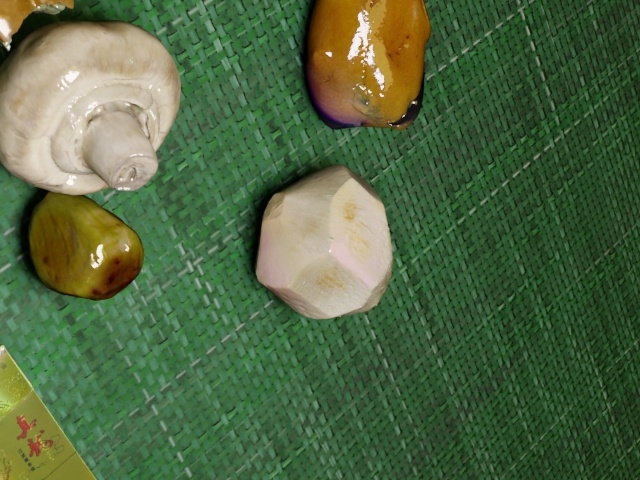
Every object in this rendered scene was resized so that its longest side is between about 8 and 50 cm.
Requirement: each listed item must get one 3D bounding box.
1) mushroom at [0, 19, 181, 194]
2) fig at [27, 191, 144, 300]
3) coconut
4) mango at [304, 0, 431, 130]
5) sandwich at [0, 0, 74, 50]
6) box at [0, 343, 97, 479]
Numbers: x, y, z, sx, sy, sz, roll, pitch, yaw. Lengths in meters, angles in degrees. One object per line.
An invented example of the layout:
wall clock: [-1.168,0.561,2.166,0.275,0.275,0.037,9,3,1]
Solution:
mushroom: [-0.292,-0.161,1.690,0.260,0.234,0.254,-46,146,-2]
fig: [-0.325,0.007,1.766,0.165,0.144,0.154,45,33,-13]
coconut: [0.000,0.000,1.991,0.237,0.197,0.236,4,84,-42]
mango: [0.070,-0.311,2.023,0.201,0.153,0.287,2,96,-44]
sandwich: [-0.394,-0.370,1.637,0.227,0.155,0.198,-52,127,-20]
box: [-0.428,0.310,1.791,0.173,0.043,0.311,-41,120,-26]
